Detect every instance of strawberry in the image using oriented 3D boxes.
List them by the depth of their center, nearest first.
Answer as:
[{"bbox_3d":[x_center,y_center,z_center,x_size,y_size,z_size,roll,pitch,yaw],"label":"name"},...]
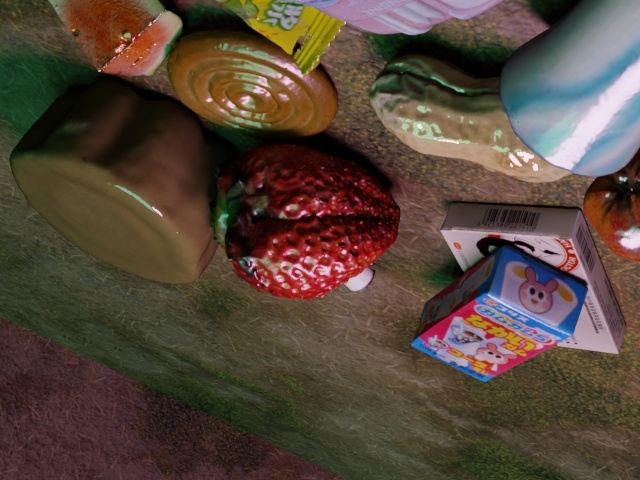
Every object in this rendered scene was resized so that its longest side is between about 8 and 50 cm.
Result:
[{"bbox_3d":[-0.021,-0.031,1.643,0.288,0.250,0.238,-10,174,-14],"label":"strawberry"}]

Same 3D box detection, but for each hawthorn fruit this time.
[{"bbox_3d":[0.450,-0.034,1.376,0.163,0.162,0.203,-8,152,45],"label":"hawthorn fruit"}]

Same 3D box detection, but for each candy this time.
[{"bbox_3d":[-0.100,-0.337,1.303,0.297,0.081,0.187,36,152,-3],"label":"candy"},{"bbox_3d":[0.283,0.126,1.699,0.157,0.100,0.306,27,152,-8],"label":"candy"}]

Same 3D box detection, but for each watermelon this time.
[{"bbox_3d":[-0.267,-0.311,1.465,0.145,0.137,0.193,-39,129,24],"label":"watermelon"}]

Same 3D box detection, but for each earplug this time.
[{"bbox_3d":[0.341,-0.220,1.078,0.185,0.185,0.324,26,149,-7],"label":"earplug"}]

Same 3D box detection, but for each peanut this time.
[{"bbox_3d":[0.202,-0.157,1.344,0.290,0.130,0.130,16,153,11],"label":"peanut"}]

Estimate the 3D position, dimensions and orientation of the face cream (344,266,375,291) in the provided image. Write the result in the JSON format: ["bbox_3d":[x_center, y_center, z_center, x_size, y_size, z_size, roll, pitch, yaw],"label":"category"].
[{"bbox_3d":[0.000,0.000,1.876,0.244,0.058,0.092,44,153,-26],"label":"face cream"}]

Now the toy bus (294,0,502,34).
[{"bbox_3d":[0.103,-0.319,1.066,0.232,0.197,0.294,28,154,-33],"label":"toy bus"}]

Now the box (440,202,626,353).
[{"bbox_3d":[0.355,0.066,1.710,0.214,0.069,0.353,5,147,32],"label":"box"}]

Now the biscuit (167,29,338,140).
[{"bbox_3d":[-0.103,-0.218,1.534,0.262,0.037,0.262,13,157,6],"label":"biscuit"}]

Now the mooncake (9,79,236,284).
[{"bbox_3d":[-0.327,-0.103,1.790,0.378,0.200,0.378,22,153,12],"label":"mooncake"}]
